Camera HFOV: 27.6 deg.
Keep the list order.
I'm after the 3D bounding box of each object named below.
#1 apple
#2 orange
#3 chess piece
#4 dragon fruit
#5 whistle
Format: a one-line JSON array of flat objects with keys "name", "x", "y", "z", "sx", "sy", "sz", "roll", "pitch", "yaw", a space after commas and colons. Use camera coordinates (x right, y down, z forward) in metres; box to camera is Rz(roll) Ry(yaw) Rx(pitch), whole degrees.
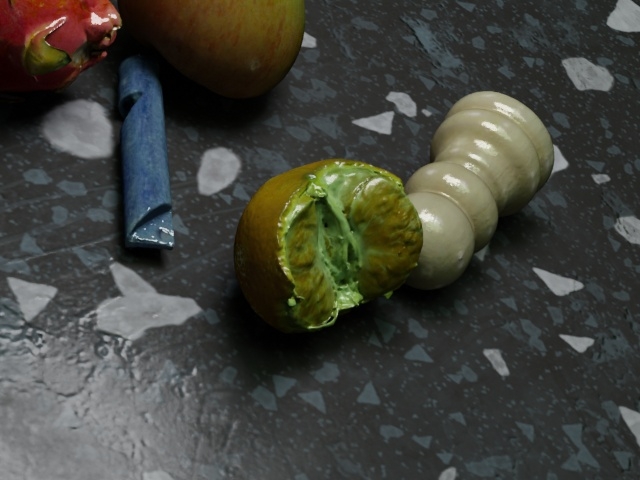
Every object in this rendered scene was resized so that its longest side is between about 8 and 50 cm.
[{"name": "apple", "x": -0.135, "y": -0.304, "z": 1.702, "sx": 0.261, "sy": 0.194, "sz": 0.261, "roll": 27, "pitch": 13, "yaw": -7}, {"name": "orange", "x": -0.006, "y": 0.000, "z": 1.513, "sx": 0.237, "sy": 0.179, "sz": 0.158, "roll": -29, "pitch": 34, "yaw": -35}, {"name": "chess piece", "x": 0.178, "y": -0.055, "z": 1.691, "sx": 0.167, "sy": 0.167, "sz": 0.299, "roll": 35, "pitch": 46, "yaw": 7}, {"name": "dragon fruit", "x": -0.366, "y": -0.270, "z": 1.555, "sx": 0.227, "sy": 0.224, "sz": 0.224, "roll": 41, "pitch": 41, "yaw": -11}, {"name": "whistle", "x": -0.215, "y": -0.109, "z": 1.595, "sx": 0.062, "sy": 0.062, "sz": 0.304, "roll": 9, "pitch": 46, "yaw": -21}]
